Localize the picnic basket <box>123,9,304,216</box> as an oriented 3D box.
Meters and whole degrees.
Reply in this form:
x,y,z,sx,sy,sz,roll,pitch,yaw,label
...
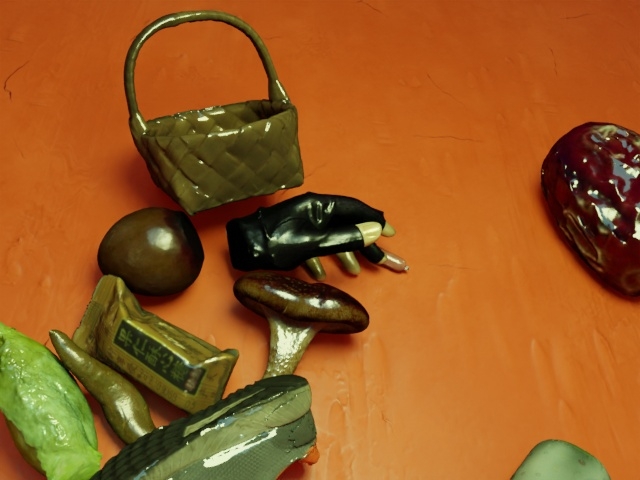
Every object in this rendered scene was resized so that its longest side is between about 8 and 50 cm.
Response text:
x,y,z,sx,sy,sz,roll,pitch,yaw,label
-0.194,-0.242,1.006,0.293,0.337,0.337,-19,58,-23,picnic basket

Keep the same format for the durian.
x,y,z,sx,sy,sz,roll,pitch,yaw,label
-0.379,0.223,0.779,0.101,0.139,0.250,-21,60,-31,durian

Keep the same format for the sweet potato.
x,y,z,sx,sy,sz,roll,pitch,yaw,label
-0.300,0.223,0.818,0.059,0.069,0.249,-40,94,-10,sweet potato

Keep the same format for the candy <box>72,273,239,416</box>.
x,y,z,sx,sy,sz,roll,pitch,yaw,label
-0.254,0.162,0.864,0.271,0.101,0.143,26,95,14,candy

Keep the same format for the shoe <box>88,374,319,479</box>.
x,y,z,sx,sy,sz,roll,pitch,yaw,label
-0.141,0.320,0.753,0.336,0.132,0.171,-23,96,-24,shoe

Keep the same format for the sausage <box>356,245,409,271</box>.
x,y,z,sx,sy,sz,roll,pitch,yaw,label
0.068,0.006,1.090,0.223,0.029,0.029,26,53,10,sausage

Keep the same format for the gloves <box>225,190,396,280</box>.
x,y,z,sx,sy,sz,roll,pitch,yaw,label
-0.005,-0.007,0.981,0.301,0.197,0.152,9,86,-24,gloves

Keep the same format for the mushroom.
x,y,z,sx,sy,sz,roll,pitch,yaw,label
-0.046,0.172,0.903,0.227,0.148,0.217,9,70,9,mushroom

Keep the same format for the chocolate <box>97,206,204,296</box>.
x,y,z,sx,sy,sz,roll,pitch,yaw,label
-0.282,0.025,0.939,0.176,0.177,0.177,5,52,-6,chocolate

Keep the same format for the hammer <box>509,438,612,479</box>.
x,y,z,sx,sy,sz,roll,pitch,yaw,label
0.391,0.447,0.766,0.335,0.119,0.206,43,59,15,hammer

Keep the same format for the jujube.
x,y,z,sx,sy,sz,roll,pitch,yaw,label
0.602,-0.061,1.114,0.258,0.258,0.377,-15,50,-20,jujube
